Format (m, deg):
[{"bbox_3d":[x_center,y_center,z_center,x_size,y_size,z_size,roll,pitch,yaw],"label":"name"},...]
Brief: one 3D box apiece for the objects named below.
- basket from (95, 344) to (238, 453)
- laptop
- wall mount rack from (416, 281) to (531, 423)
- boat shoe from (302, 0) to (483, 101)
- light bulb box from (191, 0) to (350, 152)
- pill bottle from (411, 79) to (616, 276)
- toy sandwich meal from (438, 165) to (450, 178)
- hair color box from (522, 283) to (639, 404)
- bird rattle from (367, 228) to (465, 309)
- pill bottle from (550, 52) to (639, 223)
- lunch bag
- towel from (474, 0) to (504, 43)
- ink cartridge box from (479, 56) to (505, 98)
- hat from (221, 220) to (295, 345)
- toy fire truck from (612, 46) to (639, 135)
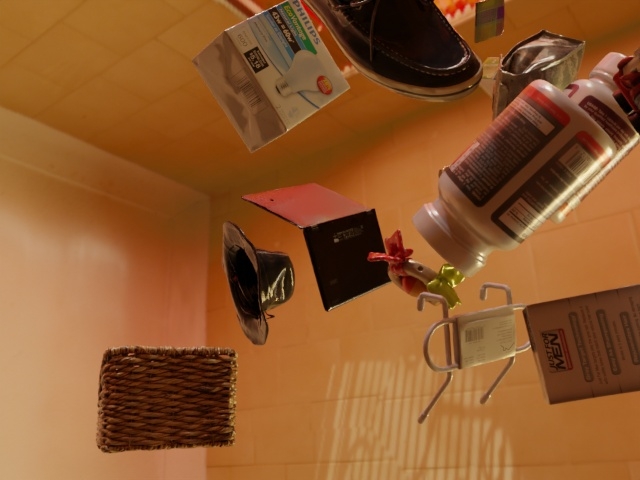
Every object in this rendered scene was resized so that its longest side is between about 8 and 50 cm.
[{"bbox_3d":[-0.350,0.352,1.426,0.299,0.213,0.223,3,-101,-21],"label":"basket"},{"bbox_3d":[0.000,0.000,2.049,0.382,0.236,0.408,-17,-88,-50],"label":"laptop"},{"bbox_3d":[0.334,0.258,1.415,0.350,0.130,0.304,-5,-86,-31],"label":"wall mount rack"},{"bbox_3d":[0.099,-0.437,1.139,0.187,0.156,0.500,-32,-114,-17],"label":"boat shoe"},{"bbox_3d":[-0.154,-0.543,2.050,0.361,0.225,0.358,-43,-73,-38],"label":"light bulb box"},{"bbox_3d":[0.364,-0.112,1.223,0.210,0.363,0.210,39,-162,-15],"label":"pill bottle"},{"bbox_3d":[0.461,-0.228,2.228,0.085,0.029,0.085,5,-113,-12],"label":"toy sandwich meal"},{"bbox_3d":[0.585,0.178,1.155,0.113,0.374,0.185,37,-138,-73],"label":"hair color box"},{"bbox_3d":[0.234,0.095,1.558,0.207,0.253,0.143,86,-155,-63],"label":"bird rattle"},{"bbox_3d":[0.649,-0.254,1.565,0.224,0.392,0.224,39,-168,-10],"label":"pill bottle"},{"bbox_3d":[0.560,-0.401,1.700,0.287,0.169,0.235,-34,-42,-28],"label":"lunch bag"},{"bbox_3d":[0.312,-0.409,1.161,0.083,0.060,0.009,77,174,-46],"label":"towel"},{"bbox_3d":[0.653,-0.509,2.066,0.189,0.255,0.097,36,-90,-24],"label":"ink cartridge box"},{"bbox_3d":[-0.138,0.094,1.532,0.134,0.331,0.331,-14,-93,-21],"label":"hat"},{"bbox_3d":[0.638,-0.275,1.167,0.246,0.158,0.217,10,-128,-48],"label":"toy fire truck"}]
